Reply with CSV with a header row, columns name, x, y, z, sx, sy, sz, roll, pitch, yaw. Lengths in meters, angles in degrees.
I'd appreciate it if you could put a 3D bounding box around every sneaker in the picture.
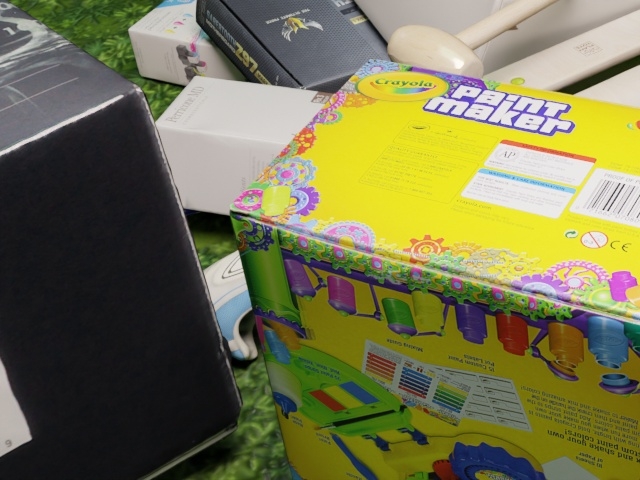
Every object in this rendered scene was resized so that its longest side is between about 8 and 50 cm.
name,x,y,z,sx,sy,sz,roll,pitch,yaw
sneaker,0.000,0.000,1.046,0.237,0.085,0.086,-42,84,7

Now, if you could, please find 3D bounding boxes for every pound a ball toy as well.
name,x,y,z,sx,sy,sz,roll,pitch,yaw
pound a ball toy,0.223,-0.110,1.076,0.319,0.208,0.136,-24,43,-21

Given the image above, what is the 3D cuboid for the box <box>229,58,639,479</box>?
name,x,y,z,sx,sy,sz,roll,pitch,yaw
box,0.129,0.070,0.823,0.290,0.279,0.177,15,45,28

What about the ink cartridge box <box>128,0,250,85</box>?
name,x,y,z,sx,sy,sz,roll,pitch,yaw
ink cartridge box,-0.094,-0.205,1.390,0.181,0.061,0.104,15,44,28

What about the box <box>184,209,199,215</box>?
name,x,y,z,sx,sy,sz,roll,pitch,yaw
box,-0.146,-0.067,1.258,0.081,0.028,0.136,-13,36,-5

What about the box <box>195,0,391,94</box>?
name,x,y,z,sx,sy,sz,roll,pitch,yaw
box,0.021,-0.213,1.318,0.233,0.059,0.183,-21,55,-28

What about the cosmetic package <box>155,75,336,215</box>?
name,x,y,z,sx,sy,sz,roll,pitch,yaw
cosmetic package,-0.020,-0.074,1.161,0.231,0.085,0.117,10,31,10

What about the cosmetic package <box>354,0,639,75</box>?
name,x,y,z,sx,sy,sz,roll,pitch,yaw
cosmetic package,0.136,-0.283,1.258,0.197,0.155,0.365,-10,49,-26

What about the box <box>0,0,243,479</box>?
name,x,y,z,sx,sy,sz,roll,pitch,yaw
box,-0.396,0.034,0.957,0.480,0.297,0.472,-29,36,-22
